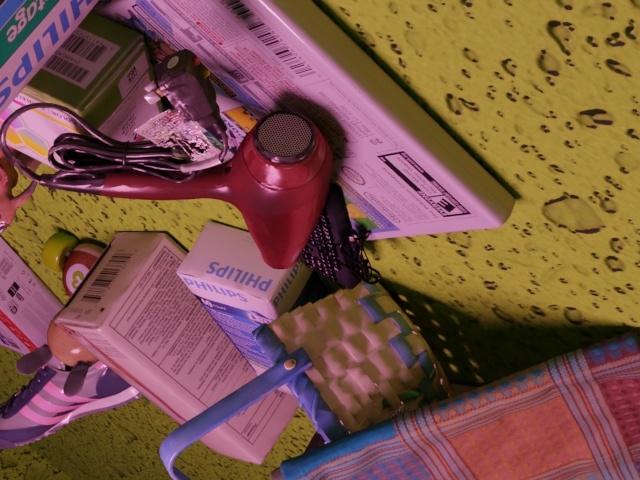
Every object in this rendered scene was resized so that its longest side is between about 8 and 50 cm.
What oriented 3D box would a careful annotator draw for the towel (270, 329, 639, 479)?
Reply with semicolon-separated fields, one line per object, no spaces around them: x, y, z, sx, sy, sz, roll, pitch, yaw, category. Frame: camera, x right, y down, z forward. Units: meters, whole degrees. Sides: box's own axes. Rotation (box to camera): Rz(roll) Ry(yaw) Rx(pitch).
0.168;0.228;1.363;0.370;0.040;0.271;-22;138;13;towel

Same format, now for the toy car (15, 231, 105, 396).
-0.321;0.110;1.854;0.155;0.188;0.149;22;156;23;toy car

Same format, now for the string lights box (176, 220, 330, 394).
-0.046;0.094;1.606;0.133;0.076;0.259;16;154;33;string lights box

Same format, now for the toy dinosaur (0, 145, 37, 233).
-0.382;-0.169;1.430;0.200;0.127;0.295;8;124;24;toy dinosaur

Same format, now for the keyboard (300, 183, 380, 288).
0.000;0.000;1.307;0.100;0.038;0.192;23;158;20;keyboard

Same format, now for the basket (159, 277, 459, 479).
-0.004;0.194;1.461;0.201;0.289;0.254;56;180;38;basket

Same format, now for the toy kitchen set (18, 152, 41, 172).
-0.315;-0.101;1.547;0.068;0.075;0.083;24;158;21;toy kitchen set

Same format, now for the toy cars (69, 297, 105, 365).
-0.223;0.198;2.050;0.394;0.087;0.176;43;156;-26;toy cars

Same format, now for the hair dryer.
-0.097;-0.062;1.172;0.224;0.080;0.293;-13;143;36;hair dryer

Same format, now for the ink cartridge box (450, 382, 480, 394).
0.179;0.294;1.612;0.233;0.168;0.171;44;154;-29;ink cartridge box

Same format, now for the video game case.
-0.034;-0.112;1.208;0.329;0.036;0.300;41;157;-24;video game case

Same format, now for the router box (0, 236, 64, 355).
-0.573;0.047;2.195;0.301;0.082;0.335;16;154;34;router box

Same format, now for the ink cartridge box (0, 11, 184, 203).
-0.239;-0.109;1.285;0.189;0.097;0.255;26;153;20;ink cartridge box

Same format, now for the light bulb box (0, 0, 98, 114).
-0.351;-0.213;0.975;0.225;0.358;0.361;28;159;14;light bulb box

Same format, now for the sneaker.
-0.416;0.219;2.177;0.319;0.112;0.131;-25;120;13;sneaker

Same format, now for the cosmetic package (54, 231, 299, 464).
-0.165;0.135;1.757;0.296;0.153;0.129;45;156;-27;cosmetic package

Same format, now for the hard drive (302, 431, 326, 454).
0.153;0.400;2.022;0.237;0.064;0.339;7;149;47;hard drive
